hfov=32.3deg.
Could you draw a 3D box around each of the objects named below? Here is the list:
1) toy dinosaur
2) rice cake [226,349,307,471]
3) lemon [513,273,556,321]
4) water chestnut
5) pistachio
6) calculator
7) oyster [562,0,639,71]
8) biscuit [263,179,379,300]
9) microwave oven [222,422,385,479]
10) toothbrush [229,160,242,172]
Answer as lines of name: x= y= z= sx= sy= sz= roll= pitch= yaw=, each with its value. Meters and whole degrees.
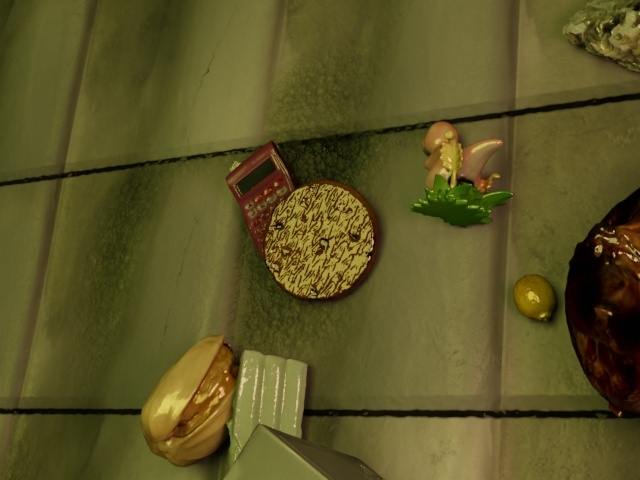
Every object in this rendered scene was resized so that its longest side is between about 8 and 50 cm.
toy dinosaur: x=0.230 y=-0.119 z=1.776 sx=0.194 sy=0.152 sz=0.177 roll=142 pitch=139 yaw=-66
rice cake: x=-0.087 y=0.300 z=1.799 sx=0.127 sy=0.043 sz=0.237 roll=10 pitch=69 yaw=-12
lemon: x=0.322 y=0.086 z=1.659 sx=0.062 sy=0.062 sz=0.083 roll=-32 pitch=55 yaw=17
water chestnut: x=0.456 y=0.063 z=1.426 sx=0.350 sy=0.302 sz=0.350 roll=-35 pitch=34 yaw=28
pistachio: x=-0.205 y=0.270 z=1.868 sx=0.157 sy=0.157 sz=0.229 roll=26 pitch=73 yaw=36
calculator: x=-0.091 y=-0.070 z=1.976 sx=0.126 sy=0.034 sz=0.190 roll=-34 pitch=69 yaw=27
oyster: x=0.516 y=-0.356 z=1.691 sx=0.267 sy=0.112 sz=0.198 roll=-43 pitch=49 yaw=20
biscuit: x=0.000 y=0.000 z=1.881 sx=0.212 sy=0.036 sz=0.212 roll=-3 pitch=81 yaw=17
microwave oven: x=0.008 y=0.414 z=1.572 sx=0.237 sy=0.295 sz=0.181 roll=31 pitch=89 yaw=37
toothbrush: x=-0.066 y=-0.082 z=1.993 sx=0.288 sy=0.021 sz=0.024 roll=31 pitch=98 yaw=36
